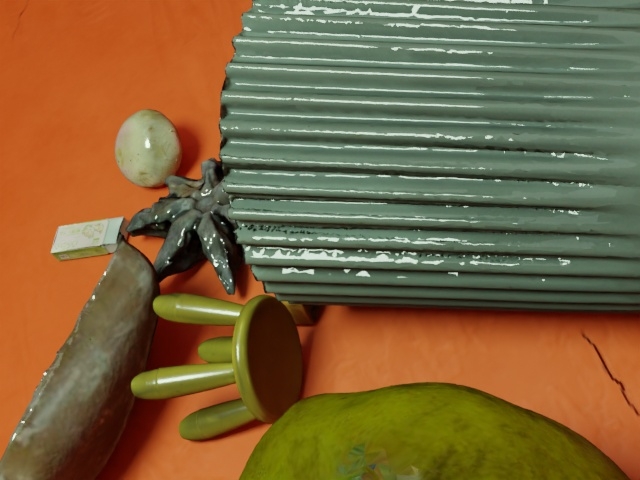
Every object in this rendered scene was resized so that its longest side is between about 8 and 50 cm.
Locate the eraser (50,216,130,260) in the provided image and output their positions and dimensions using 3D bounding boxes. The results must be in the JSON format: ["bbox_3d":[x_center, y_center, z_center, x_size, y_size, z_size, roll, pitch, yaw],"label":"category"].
[{"bbox_3d":[-0.243,-0.002,1.275,0.083,0.019,0.038,-7,51,23],"label":"eraser"}]

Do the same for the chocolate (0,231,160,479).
[{"bbox_3d":[-0.205,0.135,1.087,0.083,0.161,0.261,26,71,-2],"label":"chocolate"}]

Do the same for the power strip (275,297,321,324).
[{"bbox_3d":[0.000,0.000,1.127,0.028,0.049,0.178,5,58,24],"label":"power strip"}]

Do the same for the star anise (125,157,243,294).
[{"bbox_3d":[-0.106,-0.022,1.190,0.204,0.061,0.181,3,57,28],"label":"star anise"}]

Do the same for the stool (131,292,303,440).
[{"bbox_3d":[-0.086,0.107,1.049,0.110,0.134,0.135,-9,7,27],"label":"stool"}]

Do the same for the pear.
[{"bbox_3d":[0.085,0.228,0.780,0.269,0.269,0.321,-45,61,-10],"label":"pear"}]

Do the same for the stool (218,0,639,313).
[{"bbox_3d":[0.132,-0.083,0.970,0.330,0.297,0.297,4,57,25],"label":"stool"}]

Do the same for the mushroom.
[{"bbox_3d":[-0.180,-0.098,1.283,0.067,0.084,0.083,-13,31,-42],"label":"mushroom"}]
